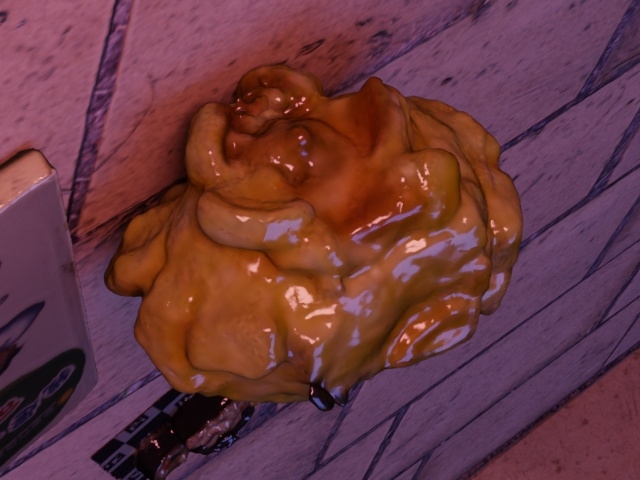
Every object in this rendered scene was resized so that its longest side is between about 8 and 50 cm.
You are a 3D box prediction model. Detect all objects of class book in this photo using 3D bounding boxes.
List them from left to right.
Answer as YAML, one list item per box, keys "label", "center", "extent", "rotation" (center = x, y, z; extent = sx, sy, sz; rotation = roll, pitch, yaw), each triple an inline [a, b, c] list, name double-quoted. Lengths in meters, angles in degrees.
- label: "book"
  center: [-0.260, 0.101, 1.267]
  extent: [0.260, 0.043, 0.371]
  rotation: [-38, 163, -16]

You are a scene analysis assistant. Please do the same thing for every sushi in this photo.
- label: "sushi"
  center: [-0.092, 0.163, 1.795]
  extent: [0.215, 0.050, 0.192]
  rotation: [-40, 164, -6]

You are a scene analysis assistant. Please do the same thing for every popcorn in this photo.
- label: "popcorn"
  center: [0.000, 0.000, 1.308]
  extent: [0.286, 0.215, 0.252]
  rotation: [-28, 165, -29]
